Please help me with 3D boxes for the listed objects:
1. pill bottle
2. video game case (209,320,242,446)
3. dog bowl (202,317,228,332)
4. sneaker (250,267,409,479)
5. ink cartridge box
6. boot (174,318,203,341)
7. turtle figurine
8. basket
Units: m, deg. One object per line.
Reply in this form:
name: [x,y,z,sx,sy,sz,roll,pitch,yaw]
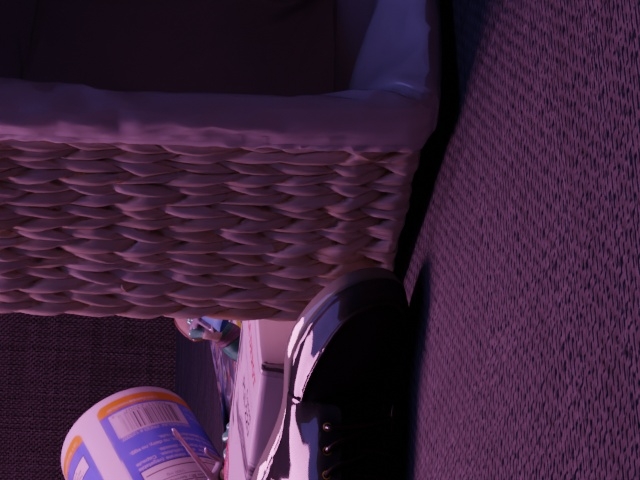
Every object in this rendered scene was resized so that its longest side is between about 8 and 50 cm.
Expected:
pill bottle: [-0.147,0.285,1.980,0.272,0.152,0.152,54,145,44]
video game case: [-0.083,0.118,2.015,0.275,0.035,0.248,100,161,-59]
dog bowl: [-0.060,-0.062,1.581,0.166,0.074,0.297,110,-177,-46]
sneaker: [0.026,0.132,1.266,0.118,0.083,0.222,57,140,46]
ink cartridge box: [-0.017,0.137,1.462,0.158,0.092,0.218,-98,16,-57]
boot: [-0.132,0.039,2.027,0.118,0.042,0.087,-113,21,-61]
turtle figurine: [-0.055,0.148,1.652,0.234,0.118,0.175,82,-175,-58]
basket: [-0.094,-0.141,1.321,0.266,0.331,0.328,94,176,-57]
